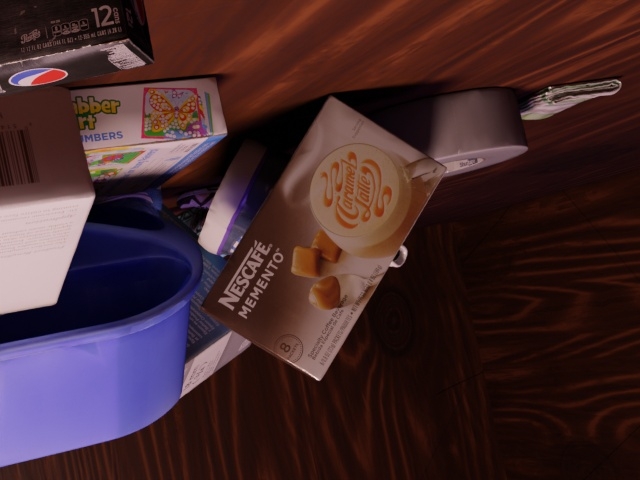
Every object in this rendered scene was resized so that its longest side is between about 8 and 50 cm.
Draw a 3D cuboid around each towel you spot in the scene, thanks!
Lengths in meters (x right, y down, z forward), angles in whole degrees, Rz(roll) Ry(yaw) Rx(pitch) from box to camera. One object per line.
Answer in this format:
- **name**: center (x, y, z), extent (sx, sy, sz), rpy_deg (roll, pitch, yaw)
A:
- **towel**: center (0.297, -0.173, 1.223), extent (0.113, 0.023, 0.152), rpy_deg (-10, 176, -20)

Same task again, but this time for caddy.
- **caddy**: center (-0.276, 0.062, 0.872), extent (0.341, 0.179, 0.241), rpy_deg (-10, -149, -24)

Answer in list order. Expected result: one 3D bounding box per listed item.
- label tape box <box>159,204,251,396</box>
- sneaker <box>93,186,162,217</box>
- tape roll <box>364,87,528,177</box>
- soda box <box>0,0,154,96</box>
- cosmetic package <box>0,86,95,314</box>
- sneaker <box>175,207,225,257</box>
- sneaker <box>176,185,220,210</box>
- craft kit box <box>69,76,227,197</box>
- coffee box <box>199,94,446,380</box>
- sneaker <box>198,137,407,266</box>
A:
- **label tape box**: center (-0.260, 0.101, 1.193), extent (0.334, 0.241, 0.106), rpy_deg (-34, 159, -46)
- **sneaker**: center (-0.332, 0.009, 1.040), extent (0.330, 0.147, 0.130), rpy_deg (-10, 176, 1)
- **tape roll**: center (0.136, -0.119, 1.152), extent (0.219, 0.072, 0.219), rpy_deg (-12, 176, -1)
- **soda box**: center (-0.173, -0.103, 0.470), extent (0.169, 0.060, 0.053), rpy_deg (-11, 175, 3)
- **cosmetic package**: center (-0.238, -0.015, 0.672), extent (0.117, 0.085, 0.231), rpy_deg (-9, 164, -26)
- **sneaker**: center (-0.151, -0.041, 1.484), extent (0.262, 0.104, 0.125), rpy_deg (-17, 158, 14)
- **sneaker**: center (-0.159, -0.058, 1.398), extent (0.109, 0.043, 0.040), rpy_deg (-11, 179, 10)
- **craft kit box**: center (-0.236, -0.072, 0.823), extent (0.247, 0.061, 0.250), rpy_deg (-13, 177, -25)
- **coffee box**: center (0.000, 0.000, 0.962), extent (0.141, 0.246, 0.098), rpy_deg (32, 173, -2)
- **sneaker**: center (-0.016, -0.008, 1.175), extent (0.236, 0.130, 0.323), rpy_deg (26, 167, -3)
